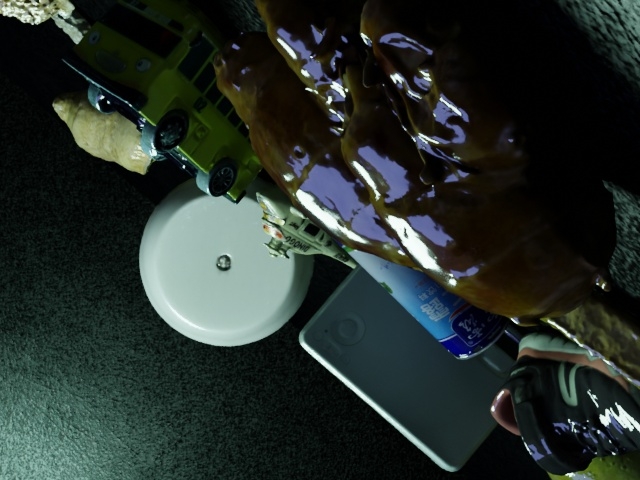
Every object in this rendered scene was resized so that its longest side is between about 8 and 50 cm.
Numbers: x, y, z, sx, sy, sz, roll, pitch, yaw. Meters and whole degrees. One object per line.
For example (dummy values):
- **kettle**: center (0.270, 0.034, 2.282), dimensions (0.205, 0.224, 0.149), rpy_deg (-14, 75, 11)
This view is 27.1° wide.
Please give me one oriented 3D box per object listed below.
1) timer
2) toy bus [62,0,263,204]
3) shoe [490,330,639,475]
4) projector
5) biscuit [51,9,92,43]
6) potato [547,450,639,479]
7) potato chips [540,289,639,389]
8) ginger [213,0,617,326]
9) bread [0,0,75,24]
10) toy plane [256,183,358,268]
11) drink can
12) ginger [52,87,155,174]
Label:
- **timer**: center (-0.140, 0.023, 2.027), dimensions (0.285, 0.285, 0.285), rpy_deg (39, 171, 7)
- **toy bus**: center (-0.152, -0.163, 1.479), dimensions (0.128, 0.150, 0.262), rpy_deg (34, 174, 32)
- **shoe**: center (0.277, 0.188, 1.441), dimensions (0.114, 0.137, 0.291), rpy_deg (44, 170, -23)
- **projector**: center (0.127, 0.136, 1.653), dimensions (0.256, 0.192, 0.099), rpy_deg (40, 176, 6)
- **biscuit**: center (-0.313, -0.272, 1.994), dimensions (0.250, 0.032, 0.133), rpy_deg (39, 172, 0)
- **potato**: center (0.365, 0.290, 1.555), dimensions (0.248, 0.143, 0.169), rpy_deg (39, 161, 14)
- **potato chips**: center (0.249, 0.073, 1.257), dimensions (0.407, 0.057, 0.080), rpy_deg (34, -178, 32)
- **ginger**: center (0.054, -0.080, 1.013), dimensions (0.357, 0.152, 0.274), rpy_deg (28, 165, 48)
- **bread**: center (-0.421, -0.364, 1.559), dimensions (0.314, 0.171, 0.192), rpy_deg (32, 171, 40)
- **toy plane**: center (0.000, 0.000, 1.830), dimensions (0.092, 0.108, 0.286), rpy_deg (30, 179, 42)
- **drink can**: center (0.109, 0.026, 1.491), dimensions (0.235, 0.097, 0.097), rpy_deg (44, 170, -22)
- **ginger**: center (-0.319, -0.185, 2.136), dimensions (0.190, 0.126, 0.354), rpy_deg (26, 177, -32)
